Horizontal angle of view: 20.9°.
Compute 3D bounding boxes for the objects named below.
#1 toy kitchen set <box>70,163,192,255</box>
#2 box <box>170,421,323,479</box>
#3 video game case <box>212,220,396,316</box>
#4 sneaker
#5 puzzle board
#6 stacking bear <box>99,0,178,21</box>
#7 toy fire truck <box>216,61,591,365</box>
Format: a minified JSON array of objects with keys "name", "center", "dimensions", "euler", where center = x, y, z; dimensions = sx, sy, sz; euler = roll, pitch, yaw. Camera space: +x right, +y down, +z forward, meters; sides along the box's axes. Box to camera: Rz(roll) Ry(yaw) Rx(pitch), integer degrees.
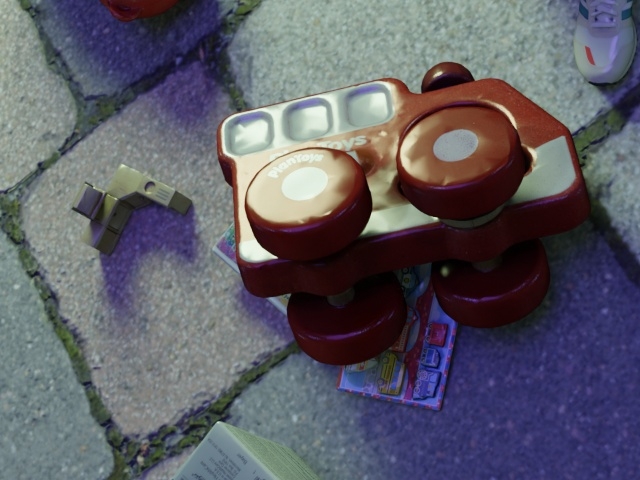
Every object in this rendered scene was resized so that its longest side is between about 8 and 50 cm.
[{"name":"toy kitchen set","center":[-0.184,-0.025,1.632],"dimensions":[0.075,0.068,0.083],"euler":[25,85,30]},{"name":"box","center":[-0.036,0.225,1.434],"dimensions":[0.126,0.137,0.072],"euler":[41,95,31]},{"name":"video game case","center":[0.000,0.000,1.555],"dimensions":[0.157,0.019,0.143],"euler":[40,93,25]},{"name":"sneaker","center":[0.241,-0.215,1.482],"dimensions":[0.057,0.075,0.161],"euler":[6,75,28]},{"name":"puzzle board","center":[0.070,0.076,1.494],"dimensions":[0.096,0.011,0.128],"euler":[9,81,20]},{"name":"stacking bear","center":[-0.227,-0.343,1.713],"dimensions":[0.175,0.164,0.289],"euler":[-25,68,-28]},{"name":"toy fire truck","center":[0.063,-0.055,1.459],"dimensions":[0.302,0.169,0.254],"euler":[-14,44,6]}]
